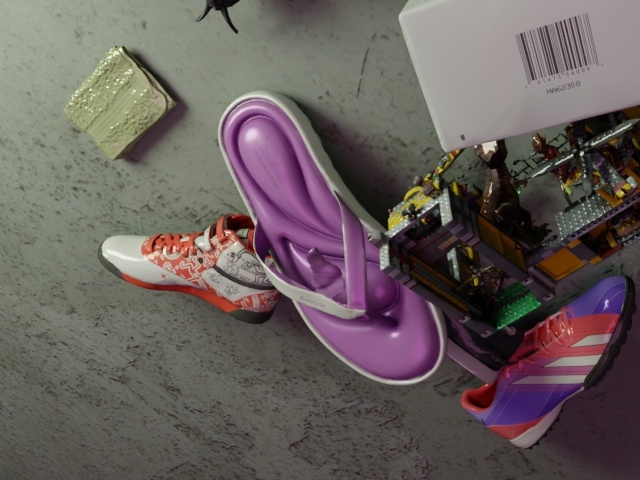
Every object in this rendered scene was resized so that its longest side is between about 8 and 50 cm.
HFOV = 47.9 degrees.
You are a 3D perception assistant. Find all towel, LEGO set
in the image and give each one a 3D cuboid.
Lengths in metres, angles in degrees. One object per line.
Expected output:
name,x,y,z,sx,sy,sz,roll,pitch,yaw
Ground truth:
towel,-0.270,-0.179,0.956,0.148,0.027,0.110,-35,107,33
LEGO set,0.189,-0.068,0.751,0.192,0.254,0.331,33,135,-26

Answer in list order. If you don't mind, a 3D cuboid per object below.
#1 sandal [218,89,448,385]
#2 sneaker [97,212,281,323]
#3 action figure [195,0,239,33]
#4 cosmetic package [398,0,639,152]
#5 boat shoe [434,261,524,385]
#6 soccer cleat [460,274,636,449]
sandal,-0.011,0.009,0.874,0.169,0.102,0.416,-39,83,28
sneaker,-0.174,0.011,1.019,0.270,0.090,0.145,21,126,-2
action figure,-0.094,-0.334,0.729,0.164,0.141,0.275,19,123,2
cosmetic package,0.213,-0.211,0.661,0.224,0.224,0.138,-12,116,24
boat shoe,0.129,0.067,0.963,0.303,0.114,0.091,37,88,2
soccer cleat,0.300,0.158,0.963,0.117,0.108,0.318,26,129,4
